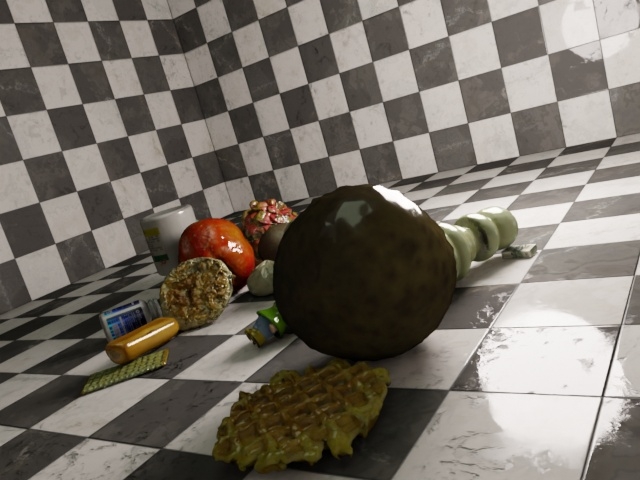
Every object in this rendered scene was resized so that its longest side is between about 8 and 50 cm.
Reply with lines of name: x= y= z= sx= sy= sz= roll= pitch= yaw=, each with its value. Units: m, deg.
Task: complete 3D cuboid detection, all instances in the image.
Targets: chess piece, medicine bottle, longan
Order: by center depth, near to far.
longan: x=0.088 y=0.064 z=1.227 sx=0.390 sy=0.392 sz=0.391 roll=-16 pitch=11 yaw=3
chess piece: x=0.406 y=0.002 z=1.595 sx=0.330 sy=0.183 sz=0.182 roll=-21 pitch=12 yaw=-30
medicine bottle: x=-0.632 y=0.263 z=1.947 sx=0.191 sy=0.107 sz=0.107 roll=-20 pitch=12 yaw=-20
longan: x=-0.134 y=0.023 z=2.214 sx=0.212 sy=0.198 sz=0.198 roll=-13 pitch=11 yaw=-10
medicine bottle: x=-0.555 y=0.047 z=2.276 sx=0.208 sy=0.340 sz=0.208 roll=-15 pitch=12 yaw=3

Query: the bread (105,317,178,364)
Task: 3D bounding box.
bread: x=-0.518 y=0.293 z=1.696 sx=0.092 sy=0.074 sz=0.239 roll=-1 pitch=12 yaw=28

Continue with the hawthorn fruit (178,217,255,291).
hawthorn fruit: x=-0.363 y=0.070 z=2.086 sx=0.287 sy=0.287 sz=0.330 roll=-20 pitch=28 yaw=-19

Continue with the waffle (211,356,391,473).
waffle: x=-0.032 y=0.303 z=1.035 sx=0.301 sy=0.068 sz=0.325 roll=-10 pitch=11 yaw=25

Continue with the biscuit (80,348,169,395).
biscuit: x=-0.533 y=0.358 z=1.597 sx=0.231 sy=0.016 sz=0.139 roll=-17 pitch=10 yaw=-8

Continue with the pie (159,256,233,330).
pie: x=-0.409 y=0.170 z=1.886 sx=0.274 sy=0.055 sz=0.274 roll=-10 pitch=53 yaw=14

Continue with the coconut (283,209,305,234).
coconut: x=0.000 y=0.000 z=1.904 sx=0.247 sy=0.245 sz=0.245 roll=24 pitch=8 yaw=-9

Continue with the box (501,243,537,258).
box: x=0.554 y=0.031 z=1.619 sx=0.083 sy=0.024 sz=0.054 roll=-5 pitch=14 yaw=43

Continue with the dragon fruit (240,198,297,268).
dragon fruit: x=-0.234 y=-0.050 z=2.490 sx=0.296 sy=0.263 sz=0.314 roll=-14 pitch=12 yaw=14

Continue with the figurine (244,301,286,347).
figurine: x=-0.082 y=0.181 z=1.541 sx=0.263 sy=0.143 sz=0.162 roll=-39 pitch=11 yaw=-19

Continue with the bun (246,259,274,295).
bun: x=-0.173 y=0.120 z=2.009 sx=0.183 sy=0.102 sz=0.183 roll=-13 pitch=12 yaw=3

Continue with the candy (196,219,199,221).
candy: x=-0.463 y=0.032 z=2.430 sx=0.171 sy=0.263 sz=0.398 roll=-30 pitch=15 yaw=-17
